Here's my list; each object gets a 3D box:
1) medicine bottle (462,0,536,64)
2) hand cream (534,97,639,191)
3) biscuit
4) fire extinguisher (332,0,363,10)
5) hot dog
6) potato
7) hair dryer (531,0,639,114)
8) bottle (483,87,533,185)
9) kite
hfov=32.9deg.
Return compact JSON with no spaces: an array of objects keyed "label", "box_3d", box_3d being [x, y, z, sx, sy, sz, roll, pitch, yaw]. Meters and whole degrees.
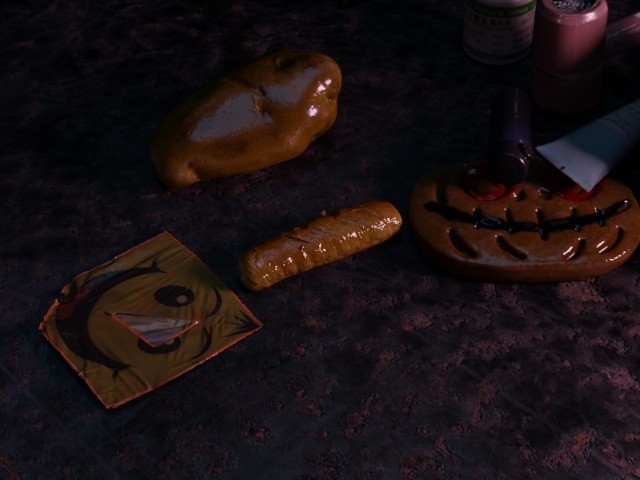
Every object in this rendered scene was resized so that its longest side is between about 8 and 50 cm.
[{"label":"medicine bottle","box_3d":[0.345,-0.465,2.069,0.139,0.237,0.139,0,43,0]},{"label":"hand cream","box_3d":[0.478,-0.161,1.810,0.312,0.070,0.111,-28,65,-40]},{"label":"biscuit","box_3d":[0.325,-0.055,1.744,0.368,0.063,0.314,-1,43,3]},{"label":"fire extinguisher","box_3d":[0.086,-0.532,2.300,0.132,0.039,0.056,-30,82,-28]},{"label":"hot dog","box_3d":[0.001,0.003,1.695,0.286,0.061,0.088,-26,58,-23]},{"label":"potato","box_3d":[-0.127,-0.206,1.875,0.369,0.176,0.195,-28,87,-15]},{"label":"hair dryer","box_3d":[0.540,-0.391,1.978,0.352,0.210,0.125,-27,47,-19]},{"label":"bottle","box_3d":[0.316,-0.172,1.789,0.082,0.072,0.244,-30,22,28]},{"label":"kite","box_3d":[-0.245,0.110,1.617,0.328,0.013,0.377,5,40,8]}]
